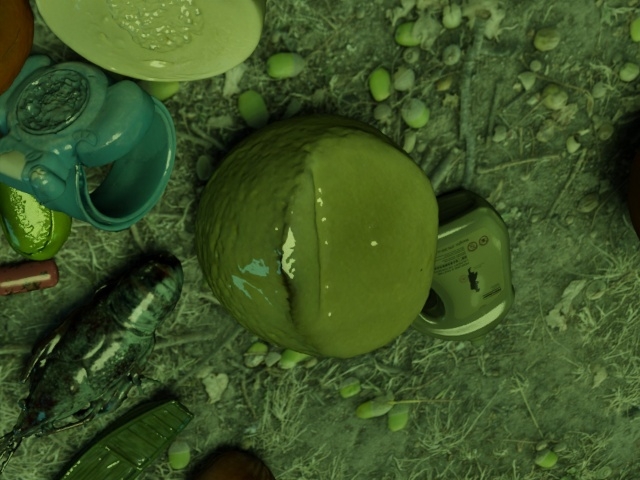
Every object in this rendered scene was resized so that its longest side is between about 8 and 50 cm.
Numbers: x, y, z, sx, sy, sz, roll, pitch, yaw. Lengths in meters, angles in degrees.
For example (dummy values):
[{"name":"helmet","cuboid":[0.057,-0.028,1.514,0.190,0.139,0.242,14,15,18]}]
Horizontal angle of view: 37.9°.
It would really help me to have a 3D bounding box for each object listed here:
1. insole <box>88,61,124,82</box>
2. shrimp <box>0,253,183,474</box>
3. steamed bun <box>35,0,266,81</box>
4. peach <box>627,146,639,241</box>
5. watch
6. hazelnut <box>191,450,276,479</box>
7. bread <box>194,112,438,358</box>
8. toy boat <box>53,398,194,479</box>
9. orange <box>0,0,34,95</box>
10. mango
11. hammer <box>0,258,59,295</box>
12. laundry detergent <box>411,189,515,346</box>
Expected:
[{"name":"insole","cuboid":[-0.294,-0.152,1.160,0.064,0.004,0.188,21,108,-29]},{"name":"shrimp","cuboid":[-0.298,0.177,1.249,0.172,0.137,0.372,39,98,-14]},{"name":"steamed bun","cuboid":[-0.185,-0.281,1.022,0.250,0.200,0.154,13,134,-22]},{"name":"peach","cuboid":[0.611,-0.071,1.345,0.343,0.301,0.342,-13,125,-19]},{"name":"watch","cuboid":[-0.267,-0.101,1.086,0.211,0.211,0.193,-34,146,0]},{"name":"hazelnut","cuboid":[-0.130,0.404,1.438,0.150,0.150,0.150,-8,119,-15]},{"name":"bread","cuboid":[-0.006,-0.005,1.213,0.321,0.237,0.320,-16,122,-28]},{"name":"toy boat","cuboid":[-0.308,0.328,1.380,0.293,0.055,0.093,-42,121,6]},{"name":"orange","cuboid":[-0.405,-0.236,0.966,0.224,0.170,0.224,-7,102,-33]},{"name":"mango","cuboid":[-0.356,-0.057,1.152,0.091,0.074,0.165,-5,106,-10]},{"name":"hammer","cuboid":[-0.384,0.048,1.215,0.083,0.043,0.043,-11,120,-15]},{"name":"laundry detergent","cuboid":[0.205,0.061,1.396,0.181,0.091,0.253,-24,122,-4]}]
